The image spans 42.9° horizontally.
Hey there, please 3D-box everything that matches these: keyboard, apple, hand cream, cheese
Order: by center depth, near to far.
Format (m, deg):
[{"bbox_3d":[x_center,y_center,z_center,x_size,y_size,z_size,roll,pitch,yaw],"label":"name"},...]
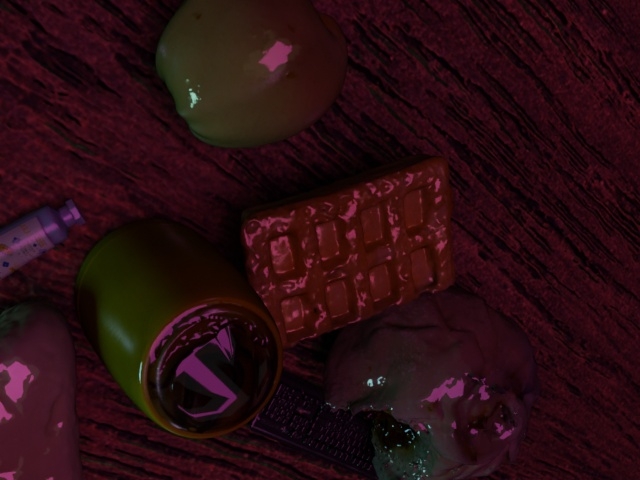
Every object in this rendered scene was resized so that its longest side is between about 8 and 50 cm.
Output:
[{"bbox_3d":[-0.361,0.183,0.816,0.247,0.173,0.252,1,105,-35],"label":"cheese"},{"bbox_3d":[-0.071,-0.192,0.852,0.200,0.200,0.200,-7,107,-24],"label":"apple"},{"bbox_3d":[-0.330,0.011,0.858,0.170,0.043,0.065,-32,116,-13],"label":"hand cream"},{"bbox_3d":[0.013,0.256,1.104,0.230,0.025,0.094,29,87,-29],"label":"keyboard"}]

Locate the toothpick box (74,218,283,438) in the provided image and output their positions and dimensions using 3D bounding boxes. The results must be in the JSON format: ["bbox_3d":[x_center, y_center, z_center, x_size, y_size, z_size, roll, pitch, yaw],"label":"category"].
[{"bbox_3d":[-0.145,0.087,0.838,0.174,0.271,0.175,-7,107,-24],"label":"toothpick box"}]

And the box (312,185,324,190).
[{"bbox_3d":[0.000,0.000,1.001,0.122,0.069,0.084,-46,119,-7],"label":"box"}]

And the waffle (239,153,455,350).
[{"bbox_3d":[0.036,0.010,0.949,0.274,0.057,0.168,-19,113,-22],"label":"waffle"}]

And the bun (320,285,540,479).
[{"bbox_3d":[0.162,0.187,1.043,0.281,0.204,0.282,-11,107,-38],"label":"bun"}]
